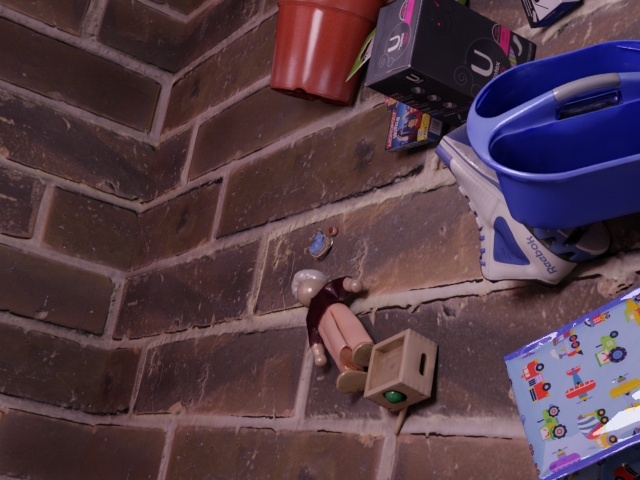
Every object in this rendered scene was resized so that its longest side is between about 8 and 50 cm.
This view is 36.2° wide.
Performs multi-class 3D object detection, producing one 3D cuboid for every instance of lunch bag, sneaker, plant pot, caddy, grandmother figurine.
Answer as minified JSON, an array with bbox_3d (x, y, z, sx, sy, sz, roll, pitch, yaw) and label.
[{"bbox_3d":[0.422,0.195,1.339,0.293,0.138,0.221,-40,37,29],"label":"lunch bag"},{"bbox_3d":[0.291,-0.031,1.587,0.315,0.127,0.182,44,131,17],"label":"sneaker"},{"bbox_3d":[0.003,-0.469,2.330,0.272,0.272,0.265,17,96,61],"label":"plant pot"},{"bbox_3d":[0.384,-0.167,1.410,0.341,0.179,0.241,-14,50,6],"label":"caddy"},{"bbox_3d":[0.025,0.163,2.056,0.208,0.104,0.342,-54,34,11],"label":"grandmother figurine"}]

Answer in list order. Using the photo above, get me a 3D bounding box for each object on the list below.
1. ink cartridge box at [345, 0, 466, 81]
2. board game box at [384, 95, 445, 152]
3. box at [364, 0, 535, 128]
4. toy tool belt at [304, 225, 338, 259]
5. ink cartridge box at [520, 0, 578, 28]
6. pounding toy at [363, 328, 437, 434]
[{"bbox_3d":[0.183,-0.435,2.082,0.255,0.097,0.189,-40,20,44],"label":"ink cartridge box"},{"bbox_3d":[0.201,-0.277,2.053,0.194,0.060,0.194,-10,64,59],"label":"board game box"},{"bbox_3d":[0.240,-0.323,1.793,0.143,0.270,0.165,-12,63,58],"label":"box"},{"bbox_3d":[0.000,0.000,2.239,0.083,0.051,0.052,-60,31,18],"label":"toy tool belt"},{"bbox_3d":[0.390,-0.501,1.774,0.097,0.046,0.207,-38,67,61],"label":"ink cartridge box"},{"bbox_3d":[0.150,0.261,1.800,0.130,0.100,0.141,-33,35,47],"label":"pounding toy"}]
